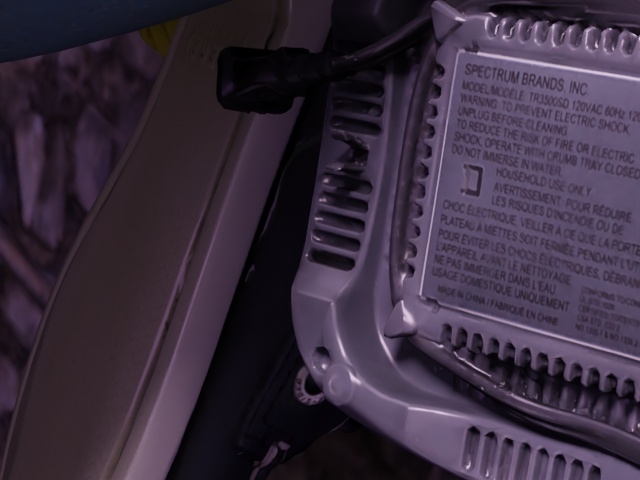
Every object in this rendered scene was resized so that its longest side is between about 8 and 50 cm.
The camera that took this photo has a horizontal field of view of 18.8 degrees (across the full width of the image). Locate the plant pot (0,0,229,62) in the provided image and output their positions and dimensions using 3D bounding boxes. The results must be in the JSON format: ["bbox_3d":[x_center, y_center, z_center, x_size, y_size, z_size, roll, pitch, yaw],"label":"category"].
[{"bbox_3d":[-0.069,-0.154,0.405,0.290,0.195,0.290,-43,37,45],"label":"plant pot"}]

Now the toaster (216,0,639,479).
[{"bbox_3d":[0.100,-0.003,0.413,0.227,0.146,0.129,13,98,44],"label":"toaster"}]

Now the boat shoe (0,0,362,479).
[{"bbox_3d":[-0.001,-0.002,0.541,0.340,0.113,0.127,-70,23,8],"label":"boat shoe"}]

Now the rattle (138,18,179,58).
[{"bbox_3d":[-0.040,-0.143,0.567,0.200,0.143,0.130,-46,44,40],"label":"rattle"}]
